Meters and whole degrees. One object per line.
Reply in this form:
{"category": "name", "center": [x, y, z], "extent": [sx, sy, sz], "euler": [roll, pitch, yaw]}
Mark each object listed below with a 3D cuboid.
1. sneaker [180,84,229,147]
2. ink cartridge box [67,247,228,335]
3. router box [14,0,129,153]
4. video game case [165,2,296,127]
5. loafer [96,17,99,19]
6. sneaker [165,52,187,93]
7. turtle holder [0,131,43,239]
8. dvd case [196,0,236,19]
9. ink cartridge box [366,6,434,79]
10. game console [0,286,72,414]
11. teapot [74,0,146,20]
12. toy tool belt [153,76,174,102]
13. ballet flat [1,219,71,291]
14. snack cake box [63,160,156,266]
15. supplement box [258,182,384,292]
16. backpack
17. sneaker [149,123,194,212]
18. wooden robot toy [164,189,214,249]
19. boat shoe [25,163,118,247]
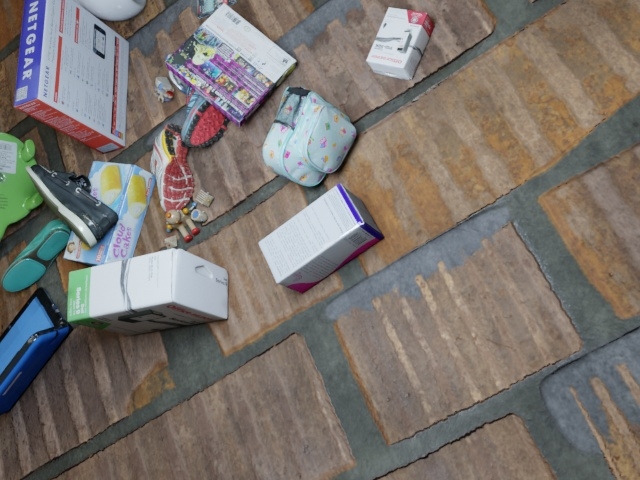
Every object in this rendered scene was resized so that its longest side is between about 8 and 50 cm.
{"category": "sneaker", "center": [-0.282, -0.345, 1.686], "extent": [0.125, 0.104, 0.262], "euler": [12, 72, 39]}
{"category": "ink cartridge box", "center": [-0.380, 0.122, 1.515], "extent": [0.289, 0.211, 0.122], "euler": [-12, 69, 24]}
{"category": "router box", "center": [-0.633, -0.439, 1.766], "extent": [0.082, 0.301, 0.336], "euler": [-11, 69, 24]}
{"category": "video game case", "center": [-0.210, -0.416, 1.606], "extent": [0.232, 0.042, 0.210], "euler": [39, 77, 5]}
{"category": "loafer", "center": [-0.719, -0.580, 1.952], "extent": [0.133, 0.130, 0.366], "euler": [-19, 67, 22]}
{"category": "sneaker", "center": [-0.363, -0.445, 1.774], "extent": [0.058, 0.052, 0.135], "euler": [-28, 64, 13]}
{"category": "turtle holder", "center": [-0.909, -0.136, 1.884], "extent": [0.227, 0.243, 0.320], "euler": [-5, 112, 42]}
{"category": "dvd case", "center": [-0.279, -0.649, 1.812], "extent": [0.119, 0.013, 0.087], "euler": [-16, 68, 21]}
{"category": "ink cartridge box", "center": [0.174, -0.430, 1.485], "extent": [0.099, 0.056, 0.135], "euler": [19, 84, 30]}
{"category": "game console", "center": [-0.788, 0.284, 1.710], "extent": [0.173, 0.250, 0.293], "euler": [38, 95, 4]}
{"category": "teapot", "center": [-0.614, -0.705, 1.863], "extent": [0.187, 0.256, 0.253], "euler": [-19, 62, 12]}
{"category": "toy tool belt", "center": [-0.411, -0.389, 1.788], "extent": [0.083, 0.052, 0.051], "euler": [60, 136, 31]}
{"category": "ballet flat", "center": [-0.757, 0.037, 1.826], "extent": [0.247, 0.083, 0.087], "euler": [-42, 36, 10]}
{"category": "snack cake box", "center": [-0.533, -0.060, 1.722], "extent": [0.152, 0.089, 0.264], "euler": [8, 78, 28]}
{"category": "supplement box", "center": [0.000, 0.000, 1.413], "extent": [0.220, 0.111, 0.114], "euler": [-36, 62, 13]}
{"category": "backpack", "center": [-0.027, -0.211, 1.460], "extent": [0.144, 0.166, 0.188], "euler": [34, 94, 41]}
{"category": "sneaker", "center": [-0.372, -0.170, 1.687], "extent": [0.092, 0.088, 0.225], "euler": [-23, 64, 42]}
{"category": "wooden robot toy", "center": [-0.330, -0.050, 1.619], "extent": [0.173, 0.079, 0.076], "euler": [-44, 60, 10]}
{"category": "boat shoe", "center": [-0.606, -0.111, 1.664], "extent": [0.113, 0.127, 0.340], "euler": [-38, 47, -21]}
